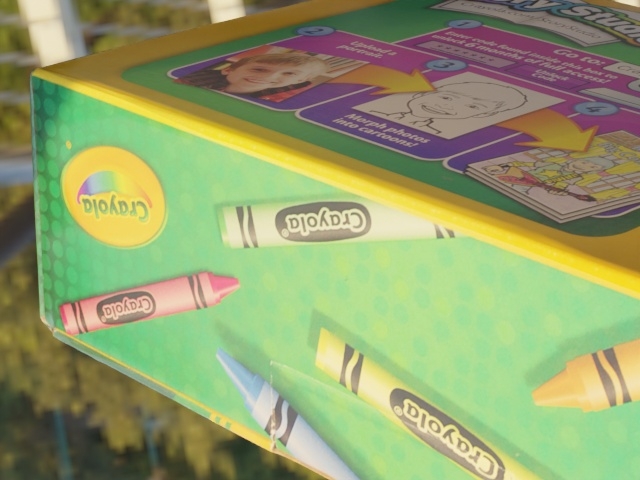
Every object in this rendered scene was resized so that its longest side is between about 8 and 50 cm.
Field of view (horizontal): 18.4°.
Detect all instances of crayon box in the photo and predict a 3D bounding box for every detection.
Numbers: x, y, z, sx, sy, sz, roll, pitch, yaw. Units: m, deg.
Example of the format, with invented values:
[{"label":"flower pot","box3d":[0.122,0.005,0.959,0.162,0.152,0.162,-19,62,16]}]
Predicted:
[{"label":"crayon box","box3d":[0.075,0.006,0.488,0.165,0.081,0.278,-19,-152,-39]}]
